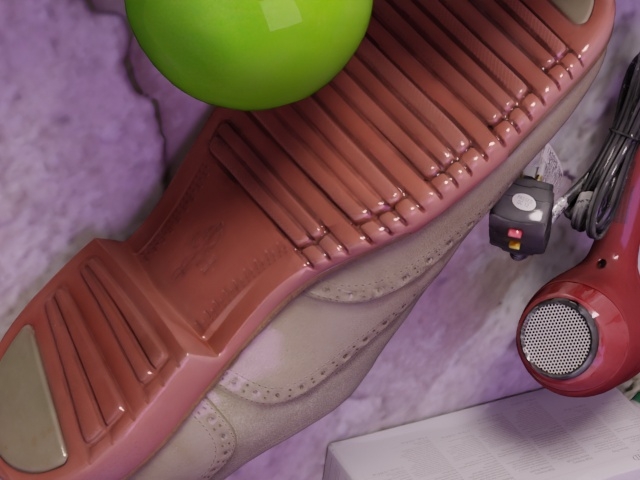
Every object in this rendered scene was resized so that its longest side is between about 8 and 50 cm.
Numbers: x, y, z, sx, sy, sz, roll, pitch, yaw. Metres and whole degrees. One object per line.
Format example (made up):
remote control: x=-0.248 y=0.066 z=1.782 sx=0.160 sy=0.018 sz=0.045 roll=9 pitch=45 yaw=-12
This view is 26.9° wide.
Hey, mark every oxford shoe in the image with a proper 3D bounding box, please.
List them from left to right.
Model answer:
oxford shoe: x=0.000 y=0.000 z=0.724 sx=0.397 sy=0.140 sz=0.146 roll=-39 pitch=144 yaw=7

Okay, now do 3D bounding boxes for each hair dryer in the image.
hair dryer: x=0.200 y=-0.003 z=0.853 sx=0.223 sy=0.080 sz=0.293 roll=-49 pitch=149 yaw=-21

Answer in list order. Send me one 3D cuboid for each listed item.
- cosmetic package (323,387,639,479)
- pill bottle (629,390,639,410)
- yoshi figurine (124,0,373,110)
cosmetic package: x=0.127 y=0.167 z=0.934 sx=0.239 sy=0.099 sz=0.060 roll=-10 pitch=125 yaw=-27
pill bottle: x=0.341 y=0.109 z=1.020 sx=0.208 sy=0.117 sz=0.117 roll=-41 pitch=134 yaw=-2
yoshi figurine: x=-0.087 y=-0.147 z=0.513 sx=0.362 sy=0.203 sz=0.203 roll=10 pitch=141 yaw=-41
